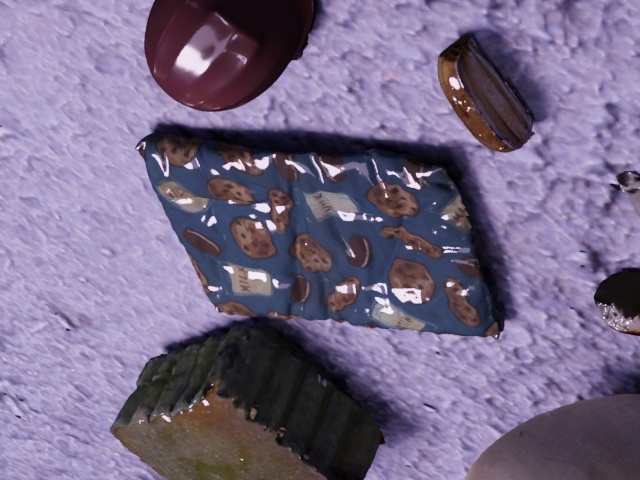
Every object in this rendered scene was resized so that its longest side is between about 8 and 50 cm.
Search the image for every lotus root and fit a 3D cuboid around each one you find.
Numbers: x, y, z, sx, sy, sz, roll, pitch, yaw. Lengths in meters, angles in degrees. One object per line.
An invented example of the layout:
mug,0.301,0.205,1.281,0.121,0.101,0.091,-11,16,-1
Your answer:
lotus root,0.096,-0.084,1.026,0.030,0.037,0.083,-7,135,46

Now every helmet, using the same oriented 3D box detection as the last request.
helmet,-0.063,-0.127,1.048,0.098,0.070,0.123,34,147,-11

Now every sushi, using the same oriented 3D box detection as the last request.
sushi,0.225,0.050,1.113,0.083,0.044,0.046,2,139,35

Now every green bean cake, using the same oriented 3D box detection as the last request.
green bean cake,-0.059,0.156,1.410,0.173,0.094,0.181,40,144,-20

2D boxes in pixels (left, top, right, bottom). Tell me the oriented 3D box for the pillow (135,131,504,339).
pillow,-0.002,-0.001,1.209,0.255,0.034,0.189,6,142,28

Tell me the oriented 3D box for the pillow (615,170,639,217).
pillow,0.290,-0.029,0.950,0.169,0.059,0.255,33,145,-9

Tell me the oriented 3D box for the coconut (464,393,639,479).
coconut,0.227,0.263,1.191,0.323,0.323,0.323,18,146,13
